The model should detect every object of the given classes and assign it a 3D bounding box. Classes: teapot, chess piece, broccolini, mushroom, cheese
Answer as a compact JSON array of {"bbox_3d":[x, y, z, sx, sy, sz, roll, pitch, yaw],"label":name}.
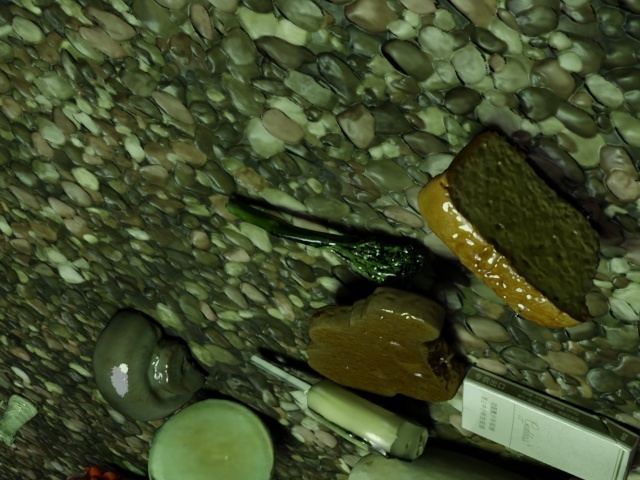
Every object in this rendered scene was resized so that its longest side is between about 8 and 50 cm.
[{"bbox_3d":[-0.557,0.322,2.182,0.067,0.083,0.057,31,154,-2],"label":"teapot"},{"bbox_3d":[-0.150,0.381,1.843,0.182,0.182,0.330,24,154,13],"label":"chess piece"},{"bbox_3d":[0.000,0.000,1.284,0.239,0.051,0.054,17,-170,25],"label":"broccolini"},{"bbox_3d":[-0.255,0.192,1.722,0.141,0.117,0.188,20,153,41],"label":"mushroom"},{"bbox_3d":[0.012,0.200,1.525,0.252,0.054,0.127,26,178,30],"label":"cheese"},{"bbox_3d":[0.192,0.325,1.493,0.350,0.128,0.128,0,137,36],"label":"mushroom"}]

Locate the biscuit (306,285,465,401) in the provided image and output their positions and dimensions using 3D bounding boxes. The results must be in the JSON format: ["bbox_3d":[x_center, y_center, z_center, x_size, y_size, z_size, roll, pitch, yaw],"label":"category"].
[{"bbox_3d":[0.075,0.115,1.343,0.183,0.047,0.319,18,159,6],"label":"biscuit"}]

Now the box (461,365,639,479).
[{"bbox_3d":[0.254,0.214,1.369,0.198,0.029,0.109,21,147,20],"label":"box"}]

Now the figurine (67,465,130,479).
[{"bbox_3d":[-0.367,0.562,2.244,0.306,0.241,0.412,41,159,1],"label":"figurine"}]

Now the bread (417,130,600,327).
[{"bbox_3d":[0.170,-0.007,1.062,0.187,0.103,0.065,38,148,-14],"label":"bread"}]
